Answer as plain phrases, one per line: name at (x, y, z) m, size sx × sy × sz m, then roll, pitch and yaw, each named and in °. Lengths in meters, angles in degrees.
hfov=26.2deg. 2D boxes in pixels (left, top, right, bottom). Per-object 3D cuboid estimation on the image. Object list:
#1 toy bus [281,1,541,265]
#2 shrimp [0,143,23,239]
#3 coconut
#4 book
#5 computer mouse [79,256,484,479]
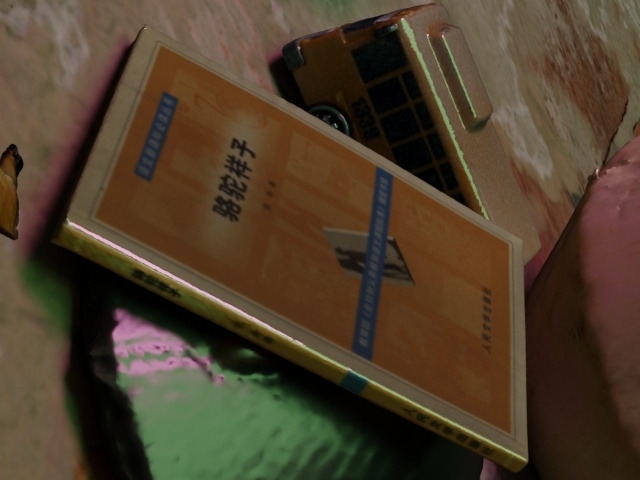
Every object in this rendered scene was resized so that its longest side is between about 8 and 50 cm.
toy bus at (0.058, -0.055, 0.842) m, size 0.091 × 0.103 × 0.182 m, roll -31°, pitch 100°, yaw -62°
shrimp at (-0.178, -0.102, 0.513) m, size 0.262 × 0.051 × 0.198 m, roll 55°, pitch -8°, yaw 29°
coconut at (0.295, 0.094, 0.977) m, size 0.352 × 0.353 × 0.352 m, roll 38°, pitch 42°, yaw -45°
book at (0.000, -0.001, 0.671) m, size 0.242 × 0.018 × 0.170 m, roll 28°, pitch 36°, yaw -15°
computer mouse at (0.004, 0.067, 0.688) m, size 0.295 × 0.087 × 0.168 m, roll 15°, pitch 56°, yaw -54°
